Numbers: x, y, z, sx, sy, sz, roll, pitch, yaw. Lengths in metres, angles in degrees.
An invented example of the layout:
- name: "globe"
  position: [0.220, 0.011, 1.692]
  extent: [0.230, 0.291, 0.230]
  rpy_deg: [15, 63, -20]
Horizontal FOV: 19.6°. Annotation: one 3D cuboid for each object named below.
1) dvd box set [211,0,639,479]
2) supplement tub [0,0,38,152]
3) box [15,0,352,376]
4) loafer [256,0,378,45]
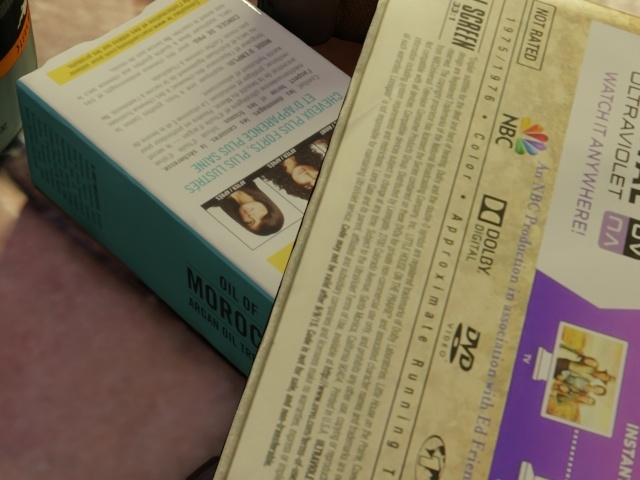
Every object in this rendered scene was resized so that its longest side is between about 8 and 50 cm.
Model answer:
- name: "dvd box set"
  position: [0.183, 0.084, 0.561]
  extent: [0.420, 0.062, 0.307]
  rpy_deg: [18, 50, 0]
- name: "supplement tub"
  position: [-0.175, -0.119, 0.709]
  extent: [0.117, 0.190, 0.117]
  rpy_deg: [0, 50, 0]
- name: "box"
  position: [0.000, 0.000, 0.691]
  extent: [0.100, 0.060, 0.244]
  rpy_deg: [-34, 57, -27]
- name: "loafer"
  position: [0.063, -0.216, 0.851]
  extent: [0.130, 0.134, 0.366]
  rpy_deg: [14, 55, -2]
